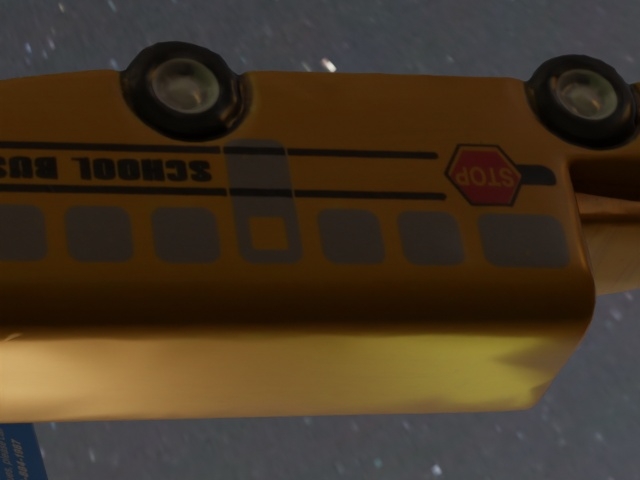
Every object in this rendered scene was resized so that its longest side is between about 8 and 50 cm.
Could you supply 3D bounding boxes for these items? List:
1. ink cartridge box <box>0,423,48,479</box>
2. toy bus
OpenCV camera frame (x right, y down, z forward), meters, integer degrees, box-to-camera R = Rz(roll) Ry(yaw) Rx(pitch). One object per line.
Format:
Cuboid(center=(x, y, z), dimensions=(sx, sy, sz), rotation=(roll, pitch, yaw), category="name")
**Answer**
Cuboid(center=(-0.374, 0.102, 1.100), dimensions=(0.395, 0.285, 0.166), rotation=(21, -71, -26), category="ink cartridge box")
Cuboid(center=(0.000, 0.000, 0.820), dimensions=(0.333, 0.130, 0.108), rotation=(0, -33, -17), category="toy bus")
